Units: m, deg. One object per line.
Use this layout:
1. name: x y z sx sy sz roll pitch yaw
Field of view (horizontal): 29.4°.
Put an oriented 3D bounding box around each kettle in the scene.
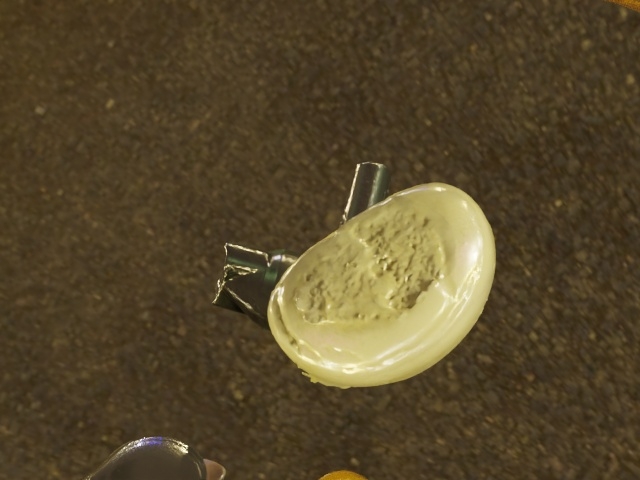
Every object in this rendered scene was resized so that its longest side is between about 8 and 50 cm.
1. kettle: -0.240 0.380 1.598 0.240 0.255 0.165 -9 53 -10

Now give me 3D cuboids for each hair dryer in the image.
1. hair dryer: 0.000 0.000 1.678 0.244 0.116 0.303 18 56 -3

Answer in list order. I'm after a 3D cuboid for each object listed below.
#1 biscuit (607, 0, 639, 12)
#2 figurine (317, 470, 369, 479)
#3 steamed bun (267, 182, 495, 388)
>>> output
1. biscuit: 0.347 -0.270 1.324 0.248 0.184 0.035 18 101 -9
2. figurine: -0.019 0.388 1.462 0.228 0.215 0.215 -17 63 15
3. steamed bun: 0.088 0.065 1.331 0.273 0.232 0.166 -33 72 -2
